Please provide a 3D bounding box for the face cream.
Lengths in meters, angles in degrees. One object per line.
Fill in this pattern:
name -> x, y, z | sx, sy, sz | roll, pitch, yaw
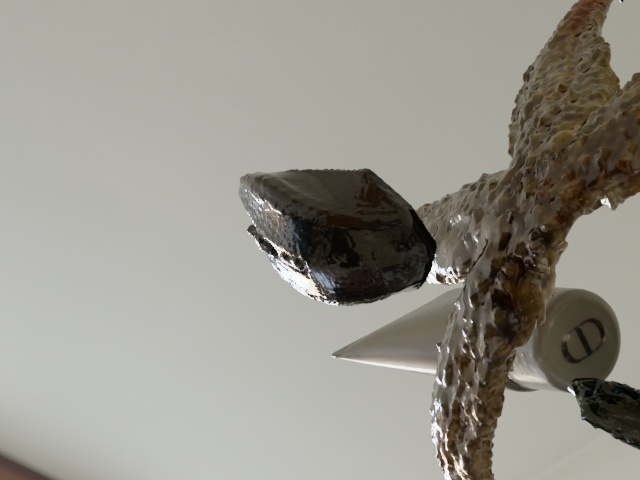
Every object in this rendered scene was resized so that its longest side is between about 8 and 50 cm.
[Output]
face cream -> 0.130, 0.076, 1.078 | 0.314, 0.143, 0.089 | 2, -63, 65

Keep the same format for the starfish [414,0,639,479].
starfish -> 0.154, -0.017, 0.752 | 0.132, 0.384, 0.398 | 20, -70, -12

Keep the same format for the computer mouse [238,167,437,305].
computer mouse -> 0.000, 0.000, 0.683 | 0.135, 0.047, 0.079 | 14, -49, 39

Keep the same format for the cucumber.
cucumber -> 0.289, 0.153, 0.856 | 0.257, 0.043, 0.044 | 25, -32, 7
